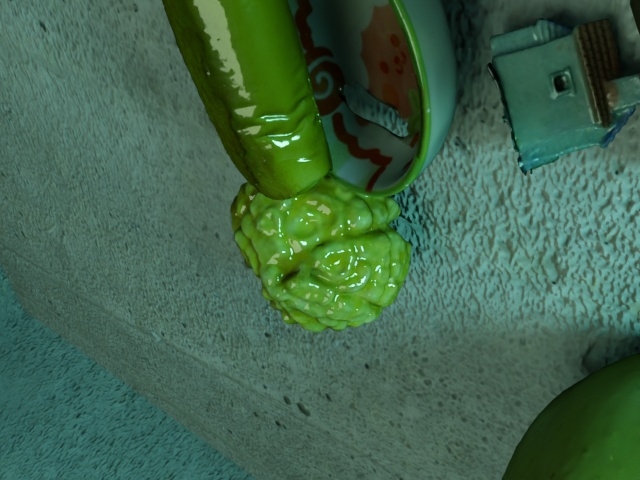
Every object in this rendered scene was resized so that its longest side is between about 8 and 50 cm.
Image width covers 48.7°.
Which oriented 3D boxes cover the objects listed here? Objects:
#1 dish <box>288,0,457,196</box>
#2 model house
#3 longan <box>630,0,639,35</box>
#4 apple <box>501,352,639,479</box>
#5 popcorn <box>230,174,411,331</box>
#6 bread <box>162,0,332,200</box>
[{"bbox_3d":[0.050,-0.218,0.789,0.324,0.124,0.324,45,153,30],"label":"dish"},{"bbox_3d":[0.254,-0.148,0.689,0.148,0.119,0.148,-12,95,25],"label":"model house"},{"bbox_3d":[0.344,-0.150,0.288,0.404,0.436,0.404,2,163,0],"label":"longan"},{"bbox_3d":[0.405,0.361,0.769,0.473,0.473,0.474,28,142,24],"label":"apple"},{"bbox_3d":[0.000,0.000,1.001,0.270,0.224,0.258,52,175,-39],"label":"popcorn"},{"bbox_3d":[-0.098,-0.217,0.785,0.166,0.112,0.384,28,143,49],"label":"bread"}]
